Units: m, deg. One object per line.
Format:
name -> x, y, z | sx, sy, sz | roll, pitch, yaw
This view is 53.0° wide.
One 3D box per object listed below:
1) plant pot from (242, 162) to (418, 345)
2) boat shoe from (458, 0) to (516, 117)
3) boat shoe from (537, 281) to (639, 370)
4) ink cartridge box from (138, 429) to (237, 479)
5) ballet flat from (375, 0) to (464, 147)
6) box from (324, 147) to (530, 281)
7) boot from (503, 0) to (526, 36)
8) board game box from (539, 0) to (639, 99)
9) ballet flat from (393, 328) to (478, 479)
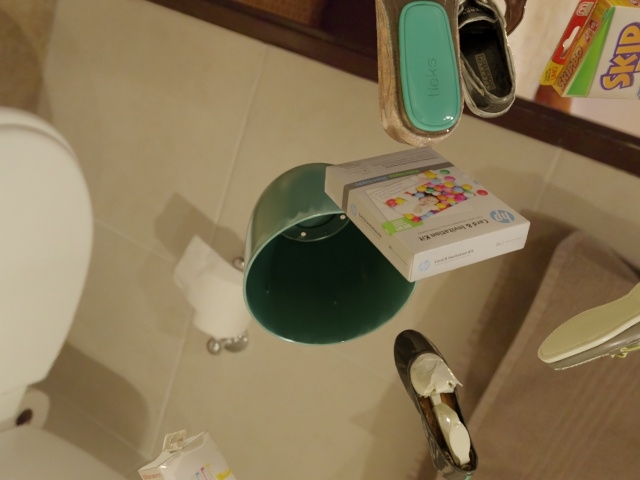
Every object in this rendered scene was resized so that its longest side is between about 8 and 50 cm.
plant pot -> 0.000, 0.000, 1.133 | 0.235, 0.293, 0.293 | -106, -161, -51
boat shoe -> 0.172, -0.250, 0.730 | 0.078, 0.219, 0.070 | -21, 173, 4
boat shoe -> 0.545, 0.160, 1.157 | 0.305, 0.091, 0.109 | -33, -165, 15
ink cartridge box -> -0.189, 0.350, 0.933 | 0.090, 0.143, 0.092 | -31, 178, -41
ballet flat -> 0.095, -0.253, 0.687 | 0.106, 0.108, 0.316 | 167, -74, -80
box -> 0.109, -0.038, 0.706 | 0.145, 0.186, 0.038 | -14, 130, -22
boot -> 0.255, -0.366, 0.945 | 0.114, 0.037, 0.106 | 14, 115, -24
board game box -> 0.409, -0.235, 0.798 | 0.124, 0.259, 0.039 | 106, -22, -44
ballet flat -> 0.215, 0.285, 1.136 | 0.095, 0.280, 0.096 | -18, 169, -16
